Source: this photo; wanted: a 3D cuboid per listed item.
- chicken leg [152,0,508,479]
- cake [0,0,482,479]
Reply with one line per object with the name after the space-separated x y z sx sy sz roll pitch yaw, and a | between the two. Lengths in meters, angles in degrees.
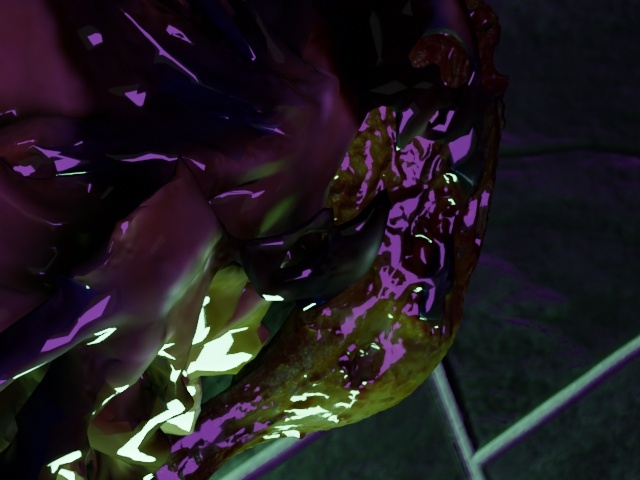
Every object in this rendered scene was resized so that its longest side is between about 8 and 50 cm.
0.010 0.005 0.798 0.177 0.083 0.322 10 102 -25 | chicken leg
-0.095 -0.049 0.482 0.332 0.321 0.332 -27 135 -32 | cake
